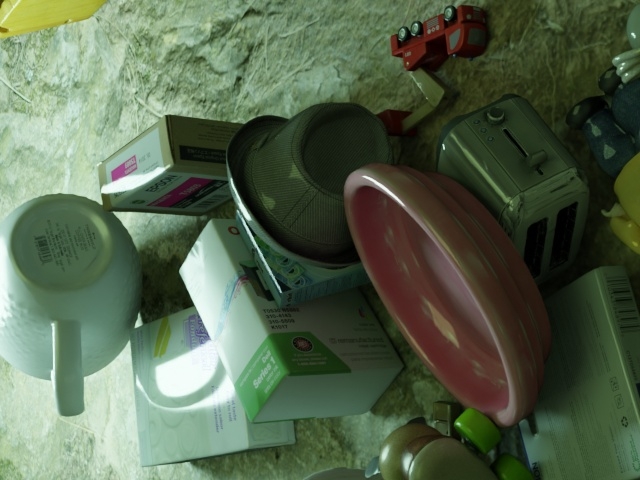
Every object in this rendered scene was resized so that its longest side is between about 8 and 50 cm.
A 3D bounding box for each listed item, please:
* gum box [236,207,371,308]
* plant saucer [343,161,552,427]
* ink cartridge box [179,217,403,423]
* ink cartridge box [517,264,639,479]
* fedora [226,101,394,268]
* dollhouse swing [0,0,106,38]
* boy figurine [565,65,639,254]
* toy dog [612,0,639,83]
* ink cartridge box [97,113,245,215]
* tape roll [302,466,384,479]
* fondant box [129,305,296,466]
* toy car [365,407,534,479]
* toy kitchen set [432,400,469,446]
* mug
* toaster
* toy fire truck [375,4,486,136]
[{"bbox_3d":[0.000,0.000,1.544,0.041,0.185,0.157,100,148,-49],"label":"gum box"},{"bbox_3d":[0.148,0.049,1.278,0.332,0.084,0.332,53,165,21],"label":"plant saucer"},{"bbox_3d":[-0.045,0.105,1.580,0.117,0.201,0.278,-57,48,34],"label":"ink cartridge box"},{"bbox_3d":[0.289,0.167,1.265,0.224,0.045,0.223,136,126,-59],"label":"ink cartridge box"},{"bbox_3d":[0.011,-0.094,1.460,0.244,0.275,0.124,43,129,1],"label":"fedora"},{"bbox_3d":[-0.486,-0.609,2.123,0.347,0.315,0.304,-27,88,49],"label":"dollhouse swing"},{"bbox_3d":[0.366,-0.055,1.157,0.177,0.092,0.285,-53,50,36],"label":"boy figurine"},{"bbox_3d":[0.391,-0.304,1.067,0.334,0.220,0.161,-34,84,35],"label":"toy dog"},{"bbox_3d":[-0.214,-0.113,1.813,0.235,0.193,0.088,-24,70,49],"label":"ink cartridge box"},{"bbox_3d":[0.060,0.415,1.400,0.246,0.246,0.169,37,117,46],"label":"tape roll"},{"bbox_3d":[-0.183,0.229,1.838,0.330,0.096,0.238,-21,72,48],"label":"fondant box"},{"bbox_3d":[0.125,0.273,1.347,0.155,0.149,0.188,-42,22,-13],"label":"toy car"},{"bbox_3d":[0.152,0.249,1.425,0.068,0.075,0.083,-1,92,51],"label":"toy kitchen set"},{"bbox_3d":[-0.431,0.110,1.922,0.328,0.276,0.374,120,145,-65],"label":"mug"},{"bbox_3d":[0.214,-0.042,1.291,0.146,0.129,0.227,55,161,34],"label":"toaster"},{"bbox_3d":[0.140,-0.216,1.485,0.192,0.047,0.135,-14,78,50],"label":"toy fire truck"}]
